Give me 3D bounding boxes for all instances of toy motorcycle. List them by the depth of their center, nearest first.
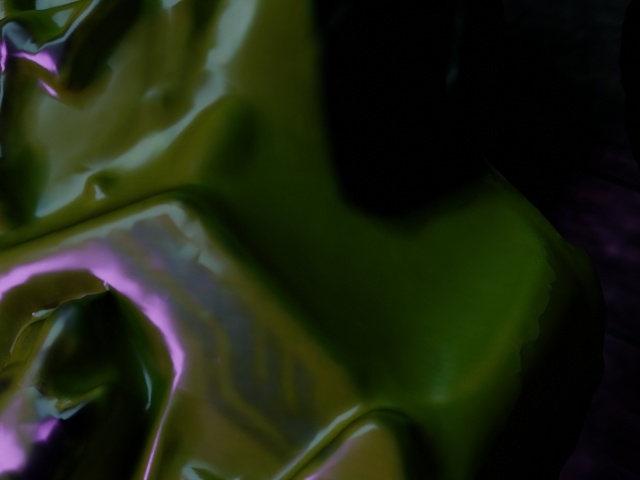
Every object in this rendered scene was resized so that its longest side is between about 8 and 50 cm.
[{"bbox_3d":[0.000,0.000,0.385,0.142,0.206,0.342,74,-156,-82],"label":"toy motorcycle"}]

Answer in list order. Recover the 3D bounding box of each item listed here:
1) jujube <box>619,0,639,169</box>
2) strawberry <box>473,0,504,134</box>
[{"bbox_3d":[0.108,-0.031,0.442,0.077,0.077,0.129,-39,36,18],"label":"jujube"},{"bbox_3d":[-0.057,-0.011,0.555,0.205,0.205,0.244,-3,81,48],"label":"strawberry"}]
